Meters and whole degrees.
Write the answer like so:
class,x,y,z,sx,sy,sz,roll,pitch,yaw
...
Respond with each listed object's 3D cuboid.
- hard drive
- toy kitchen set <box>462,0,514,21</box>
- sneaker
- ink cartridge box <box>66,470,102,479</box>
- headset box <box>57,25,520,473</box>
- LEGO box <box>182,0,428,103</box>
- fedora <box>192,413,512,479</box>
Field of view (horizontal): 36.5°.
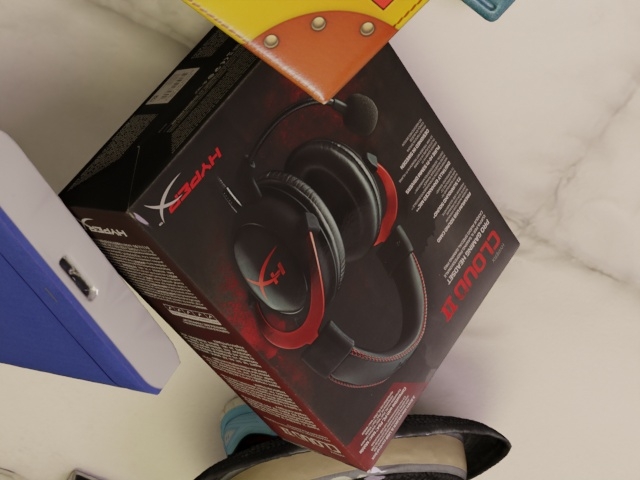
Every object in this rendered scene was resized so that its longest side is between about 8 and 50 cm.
class,x,y,z,sx,sy,sz,roll,pitch,yaw
hard drive,-0.269,0.012,0.684,0.318,0.040,0.210,3,138,38
toy kitchen set,0.134,-0.217,0.557,0.122,0.166,0.207,31,119,-22
sneaker,-0.017,0.171,0.894,0.162,0.073,0.063,-23,123,15
ink cartridge box,-0.271,0.406,1.069,0.175,0.069,0.371,26,123,-19
headset box,0.000,0.000,0.678,0.110,0.218,0.293,8,143,51
LEGO box,-0.065,-0.348,0.368,0.500,0.193,0.372,31,117,-36
fedora,0.029,0.269,0.847,0.334,0.152,0.334,-9,155,-4
